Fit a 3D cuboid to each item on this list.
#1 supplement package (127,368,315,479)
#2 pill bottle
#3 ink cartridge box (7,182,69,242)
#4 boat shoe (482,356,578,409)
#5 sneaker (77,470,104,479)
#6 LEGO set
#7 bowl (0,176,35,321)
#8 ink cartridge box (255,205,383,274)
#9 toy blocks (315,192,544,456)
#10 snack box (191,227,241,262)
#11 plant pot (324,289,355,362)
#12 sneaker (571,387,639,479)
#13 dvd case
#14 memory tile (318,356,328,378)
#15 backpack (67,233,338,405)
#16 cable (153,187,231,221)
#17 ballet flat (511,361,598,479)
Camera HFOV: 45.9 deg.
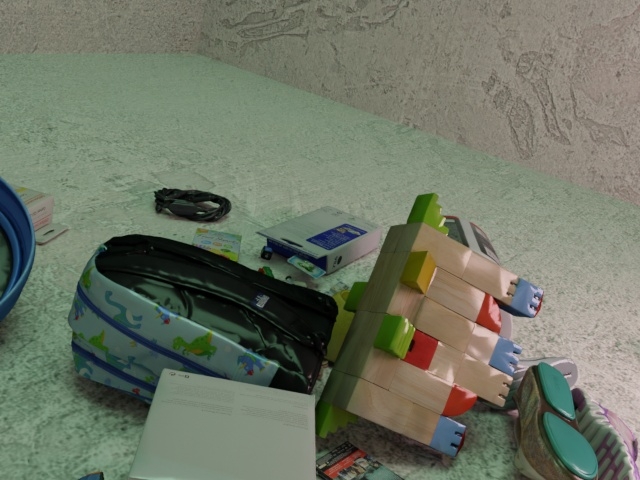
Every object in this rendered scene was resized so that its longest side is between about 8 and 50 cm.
[{"bbox_3d":[-0.113,0.275,0.862,0.194,0.149,0.203,11,21,-5],"label":"supplement package"},{"bbox_3d":[0.243,0.093,1.413,0.210,0.210,0.363,14,17,1],"label":"pill bottle"},{"bbox_3d":[-0.620,-0.062,1.525,0.198,0.067,0.115,15,21,5],"label":"ink cartridge box"},{"bbox_3d":[0.346,0.248,1.325,0.226,0.083,0.076,1,-3,-28],"label":"boat shoe"},{"bbox_3d":[-0.264,0.328,0.767,0.087,0.083,0.221,-6,20,-10],"label":"sneaker"},{"bbox_3d":[-0.043,0.099,1.512,0.244,0.060,0.182,32,25,14],"label":"LEGO set"},{"bbox_3d":[-0.630,0.018,1.114,0.391,0.077,0.391,11,46,-12],"label":"bowl"},{"bbox_3d":[0.000,0.000,1.737,0.165,0.065,0.333,23,22,24],"label":"ink cartridge box"},{"bbox_3d":[0.179,0.160,1.137,0.261,0.381,0.191,28,-13,-20],"label":"toy blocks"},{"bbox_3d":[-0.221,0.021,1.589,0.100,0.037,0.141,12,21,-6],"label":"snack box"},{"bbox_3d":[0.046,0.143,1.330,0.134,0.095,0.134,21,21,-8],"label":"plant pot"},{"bbox_3d":[0.446,0.326,1.158,0.105,0.095,0.236,28,22,-13],"label":"sneaker"},{"bbox_3d":[0.056,0.323,1.029,0.119,0.013,0.087,25,24,32],"label":"dvd case"},{"bbox_3d":[-0.038,0.189,1.312,0.113,0.012,0.148,15,21,6],"label":"memory tile"},{"bbox_3d":[-0.187,0.126,1.105,0.356,0.273,0.290,34,23,-7],"label":"backpack"},{"bbox_3d":[-0.307,-0.088,1.817,0.185,0.047,0.150,3,18,-17],"label":"cable"},{"bbox_3d":[0.338,0.297,1.131,0.108,0.106,0.316,36,20,1],"label":"ballet flat"}]
